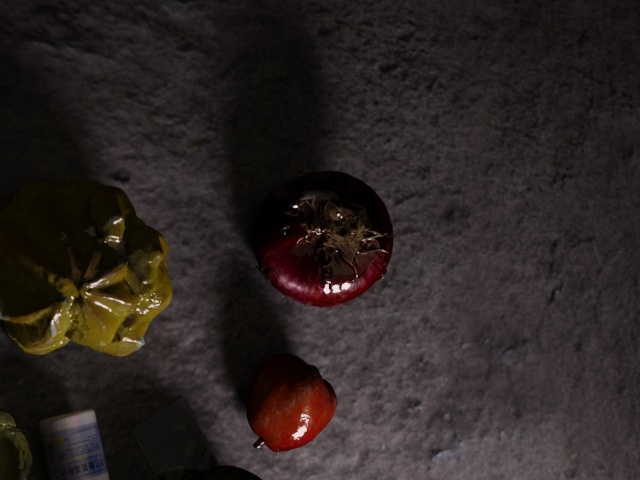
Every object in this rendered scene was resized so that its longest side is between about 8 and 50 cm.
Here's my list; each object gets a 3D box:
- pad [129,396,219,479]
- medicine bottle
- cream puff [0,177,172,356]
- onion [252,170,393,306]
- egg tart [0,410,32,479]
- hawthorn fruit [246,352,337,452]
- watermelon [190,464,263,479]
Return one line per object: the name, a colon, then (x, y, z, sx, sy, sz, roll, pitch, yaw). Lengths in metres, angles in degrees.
pad: (-0.280, 0.421, 1.836, 0.127, 0.004, 0.190, -30, 93, -35)
medicine bottle: (-0.441, 0.405, 1.676, 0.102, 0.103, 0.187, -9, 81, -34)
cream puff: (-0.431, 0.048, 1.681, 0.378, 0.275, 0.378, 11, 68, -30)
onion: (0.000, 0.000, 2.015, 0.314, 0.232, 0.314, 2, 70, -7)
egg tart: (-0.598, 0.386, 1.596, 0.197, 0.078, 0.197, 8, 75, -30)
hawthorn fruit: (-0.072, 0.343, 1.900, 0.185, 0.185, 0.202, 40, 76, -18)
watermelon: (-0.180, 0.533, 1.746, 0.212, 0.212, 0.212, 10, 72, -30)
